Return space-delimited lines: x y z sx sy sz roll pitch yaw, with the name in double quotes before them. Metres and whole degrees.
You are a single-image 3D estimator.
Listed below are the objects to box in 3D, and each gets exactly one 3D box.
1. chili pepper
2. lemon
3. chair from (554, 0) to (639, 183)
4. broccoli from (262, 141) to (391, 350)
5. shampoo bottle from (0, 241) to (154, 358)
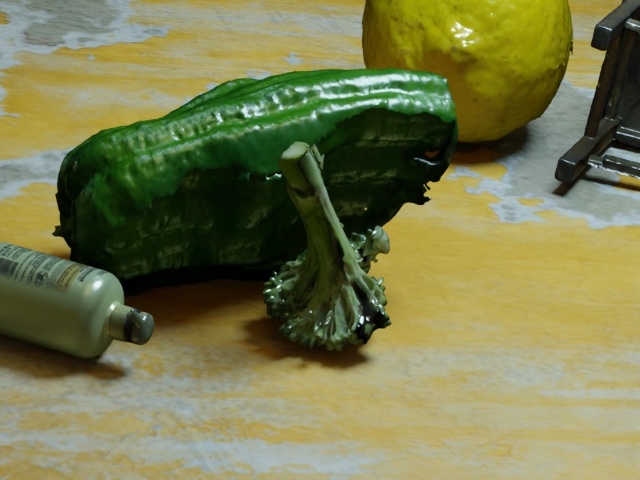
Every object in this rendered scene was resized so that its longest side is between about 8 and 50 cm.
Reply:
"chili pepper" -0.066 -0.064 1.616 0.385 0.213 0.167 -13 58 -13
"lemon" 0.173 -0.243 2.032 0.253 0.253 0.310 11 23 9
"chair" 0.445 -0.191 2.043 0.240 0.203 0.416 15 26 11
"broccoli" 0.000 0.001 1.526 0.122 0.204 0.118 -12 33 1
"shampoo bottle" -0.219 0.057 1.489 0.162 0.079 0.079 15 26 16
